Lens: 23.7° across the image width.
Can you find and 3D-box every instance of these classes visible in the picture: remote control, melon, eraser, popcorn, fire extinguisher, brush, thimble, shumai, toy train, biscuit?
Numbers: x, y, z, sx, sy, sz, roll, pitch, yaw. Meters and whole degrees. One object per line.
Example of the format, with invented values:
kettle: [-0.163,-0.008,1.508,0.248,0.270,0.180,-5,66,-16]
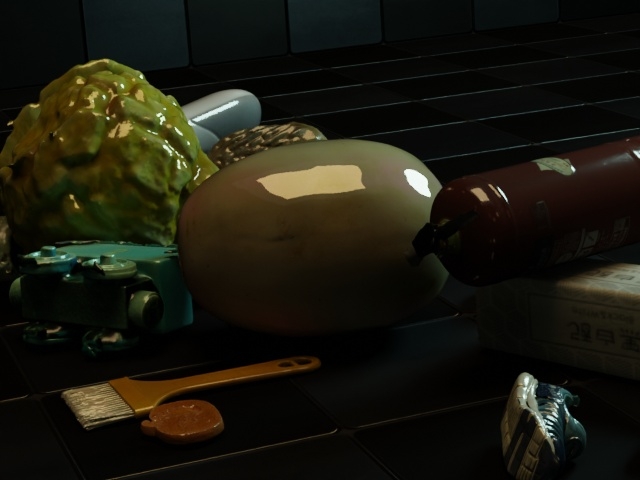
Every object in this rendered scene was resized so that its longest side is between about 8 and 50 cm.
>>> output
remote control: [-0.218,-0.124,2.260,0.332,0.103,0.221,-31,-11,-42]
melon: [0.000,0.000,1.695,0.316,0.223,0.223,-6,16,-6]
eraser: [0.343,0.088,1.530,0.404,0.098,0.096,9,21,41]
popcorn: [-0.279,-0.078,1.948,0.282,0.247,0.282,-21,40,19]
fire extinguisher: [0.223,-0.028,1.564,0.337,0.114,0.135,-15,-15,-29]
brush: [-0.126,0.149,1.581,0.272,0.013,0.103,-9,17,-21]
thimble: [-0.419,0.014,2.002,0.062,0.084,0.110,-6,32,10]
shumai: [-0.075,-0.086,2.213,0.209,0.161,0.153,-28,-9,3]
toy train: [-0.250,0.059,1.762,0.203,0.112,0.163,6,12,30]
biscuit: [-0.135,0.178,1.476,0.078,0.015,0.091,-9,16,-13]

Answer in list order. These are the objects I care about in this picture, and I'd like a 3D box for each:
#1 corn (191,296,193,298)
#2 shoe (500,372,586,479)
corn: [-0.124,0.015,1.940,0.080,0.080,0.238,0,15,12]
shoe: [0.200,0.171,1.350,0.071,0.064,0.143,15,21,-2]
